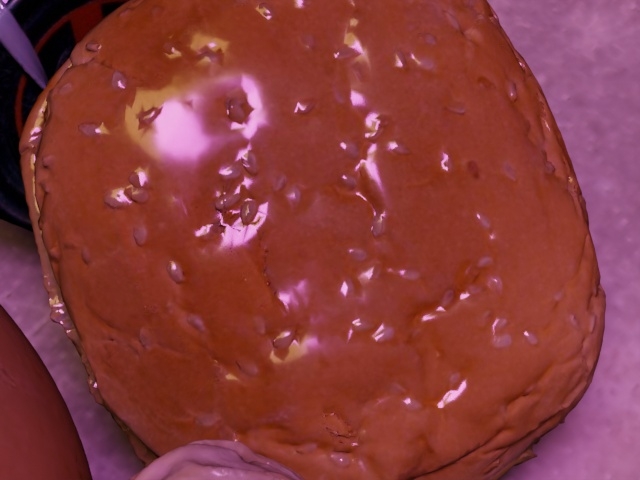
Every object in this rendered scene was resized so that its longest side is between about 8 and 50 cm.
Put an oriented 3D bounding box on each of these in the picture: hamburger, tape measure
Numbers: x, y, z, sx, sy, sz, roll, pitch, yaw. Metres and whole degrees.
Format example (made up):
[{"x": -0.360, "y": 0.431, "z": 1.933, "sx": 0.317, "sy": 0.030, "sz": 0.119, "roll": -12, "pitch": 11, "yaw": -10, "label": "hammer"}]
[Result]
[{"x": 0.000, "y": -0.001, "z": 0.769, "sx": 0.259, "sy": 0.144, "sz": 0.283, "roll": -31, "pitch": 98, "yaw": -19, "label": "hamburger"}, {"x": -0.136, "y": -0.097, "z": 0.860, "sx": 0.181, "sy": 0.182, "sz": 0.107, "roll": -27, "pitch": 43, "yaw": -24, "label": "tape measure"}]

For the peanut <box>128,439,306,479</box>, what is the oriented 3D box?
[{"x": 0.032, "y": 0.188, "z": 0.671, "sx": 0.290, "sy": 0.130, "sz": 0.130, "roll": 35, "pitch": 68, "yaw": -11, "label": "peanut"}]

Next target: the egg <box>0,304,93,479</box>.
[{"x": -0.260, "y": 0.118, "z": 0.692, "sx": 0.301, "sy": 0.301, "sz": 0.374, "roll": -40, "pitch": 65, "yaw": -14, "label": "egg"}]
